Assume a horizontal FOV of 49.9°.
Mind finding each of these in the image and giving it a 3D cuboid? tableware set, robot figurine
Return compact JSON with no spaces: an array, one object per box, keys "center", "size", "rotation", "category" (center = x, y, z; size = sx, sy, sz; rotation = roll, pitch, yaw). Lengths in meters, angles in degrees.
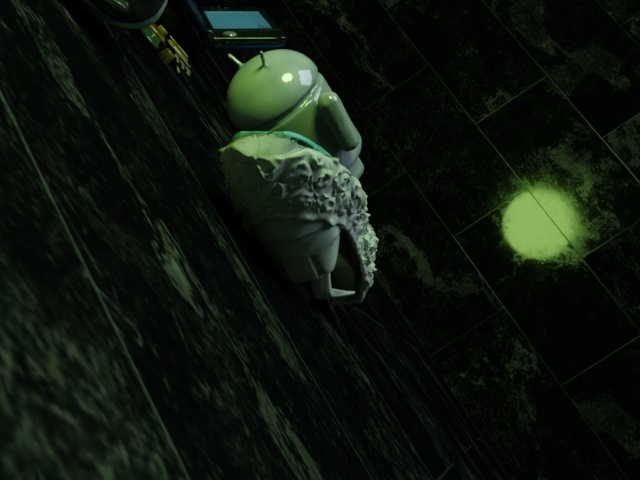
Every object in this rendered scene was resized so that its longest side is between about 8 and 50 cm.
[{"center":[-0.243,-0.300,1.059],"size":[0.104,0.024,0.154],"rotation":[49,9,-28],"category":"tableware set"},{"center":[-0.052,-0.231,1.374],"size":[0.300,0.199,0.353],"rotation":[0,-43,45],"category":"robot figurine"}]

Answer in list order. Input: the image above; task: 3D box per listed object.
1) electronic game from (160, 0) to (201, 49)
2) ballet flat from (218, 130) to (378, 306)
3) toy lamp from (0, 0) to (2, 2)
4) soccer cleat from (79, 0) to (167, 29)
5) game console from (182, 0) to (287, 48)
[{"center":[-0.319,-0.492,1.413],"size":[0.229,0.048,0.229],"rotation":[55,5,-8],"category":"electronic game"},{"center":[0.000,0.000,0.853],"size":[0.147,0.147,0.409],"rotation":[58,6,23],"category":"ballet flat"},{"center":[-0.230,-0.213,0.278],"size":[0.274,0.080,0.080],"rotation":[57,5,-4],"category":"toy lamp"},{"center":[-0.276,-0.350,0.671],"size":[0.331,0.116,0.143],"rotation":[56,-11,-24],"category":"soccer cleat"},{"center":[-0.216,-0.520,1.435],"size":[0.293,0.250,0.173],"rotation":[-117,-154,-55],"category":"game console"}]
